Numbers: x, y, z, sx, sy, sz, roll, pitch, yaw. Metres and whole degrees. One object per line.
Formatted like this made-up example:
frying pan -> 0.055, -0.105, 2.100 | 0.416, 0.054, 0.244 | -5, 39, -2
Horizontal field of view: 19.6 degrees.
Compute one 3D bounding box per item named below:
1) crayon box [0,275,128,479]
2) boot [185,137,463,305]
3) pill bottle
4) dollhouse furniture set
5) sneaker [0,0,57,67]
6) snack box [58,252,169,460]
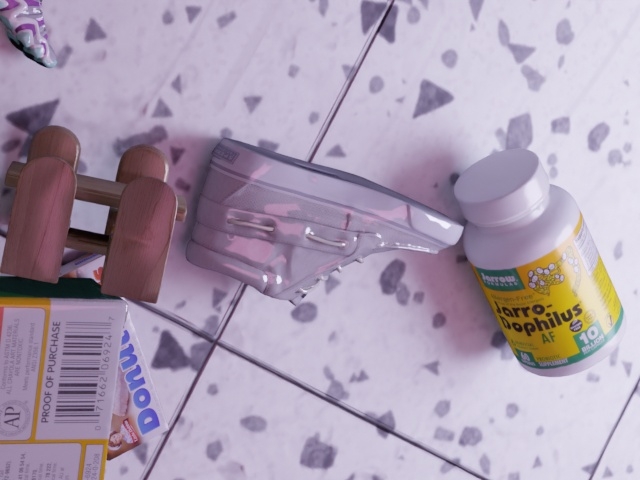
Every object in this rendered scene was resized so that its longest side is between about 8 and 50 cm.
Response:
crayon box -> -0.327, 0.131, 1.467 | 0.323, 0.083, 0.203 | 2, 102, -29
boot -> 0.000, 0.000, 1.663 | 0.258, 0.095, 0.123 | 17, 99, -27
pill bottle -> 0.207, 0.020, 1.775 | 0.117, 0.117, 0.208 | -38, 120, -19
dollhouse furniture set -> -0.219, -0.070, 1.424 | 0.242, 0.212, 0.161 | 12, 98, -8
sneaker -> -0.228, -0.191, 1.485 | 0.069, 0.038, 0.098 | -47, 123, -13
snack box -> -0.187, 0.099, 1.597 | 0.064, 0.022, 0.178 | -27, 115, -24
